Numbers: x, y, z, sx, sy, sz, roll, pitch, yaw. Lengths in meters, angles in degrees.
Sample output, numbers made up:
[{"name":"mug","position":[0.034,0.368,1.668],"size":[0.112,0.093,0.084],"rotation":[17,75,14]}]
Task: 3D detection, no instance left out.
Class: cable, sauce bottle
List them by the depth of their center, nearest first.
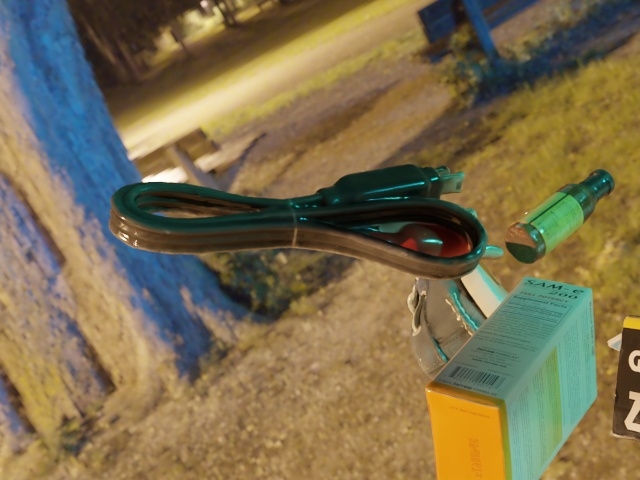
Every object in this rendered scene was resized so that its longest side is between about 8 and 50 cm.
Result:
[{"name":"cable","position":[0.000,0.000,0.808],"size":[0.287,0.072,0.139],"rotation":[-10,43,-20]},{"name":"sauce bottle","position":[0.220,-0.025,1.026],"size":[0.128,0.042,0.042],"rotation":[-32,12,-30]}]

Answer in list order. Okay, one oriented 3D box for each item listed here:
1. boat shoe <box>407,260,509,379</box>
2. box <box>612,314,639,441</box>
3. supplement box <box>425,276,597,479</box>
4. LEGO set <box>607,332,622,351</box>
[{"name":"boat shoe","position":[0.116,0.049,1.100],"size":[0.099,0.116,0.319],"rotation":[-42,12,7]},{"name":"box","position":[0.360,0.096,0.583],"size":[0.322,0.079,0.257],"rotation":[7,0,-20]},{"name":"supplement box","position":[0.087,0.067,0.502],"size":[0.036,0.062,0.098],"rotation":[11,32,34]},{"name":"LEGO set","position":[0.420,0.140,1.085],"size":[0.060,0.244,0.182],"rotation":[-69,10,-27]}]
